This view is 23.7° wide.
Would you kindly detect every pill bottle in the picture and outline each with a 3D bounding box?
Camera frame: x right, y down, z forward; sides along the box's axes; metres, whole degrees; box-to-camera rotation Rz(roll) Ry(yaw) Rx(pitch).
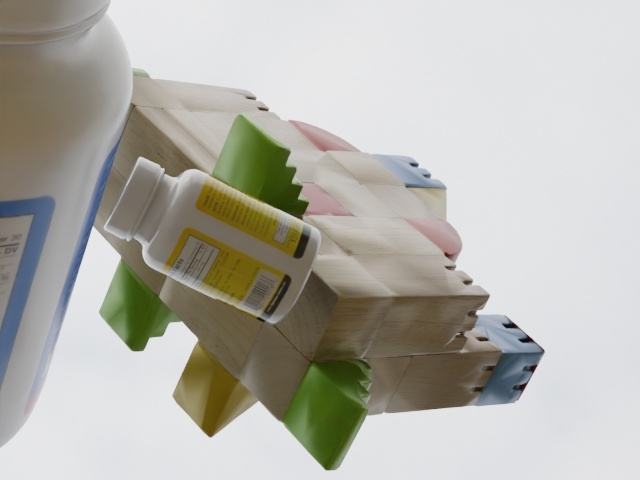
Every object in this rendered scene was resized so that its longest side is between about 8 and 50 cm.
[{"bbox_3d":[-0.137,-0.031,0.540,0.124,0.124,0.221,16,-54,-11],"label":"pill bottle"},{"bbox_3d":[-0.064,-0.002,0.889,0.116,0.065,0.065,27,-84,-10],"label":"pill bottle"}]

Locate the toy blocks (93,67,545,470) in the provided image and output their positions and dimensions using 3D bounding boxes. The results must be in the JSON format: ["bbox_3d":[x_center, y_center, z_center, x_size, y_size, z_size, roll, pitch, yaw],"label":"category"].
[{"bbox_3d":[0.000,0.000,1.101,0.261,0.381,0.190,1,-58,-45],"label":"toy blocks"}]
